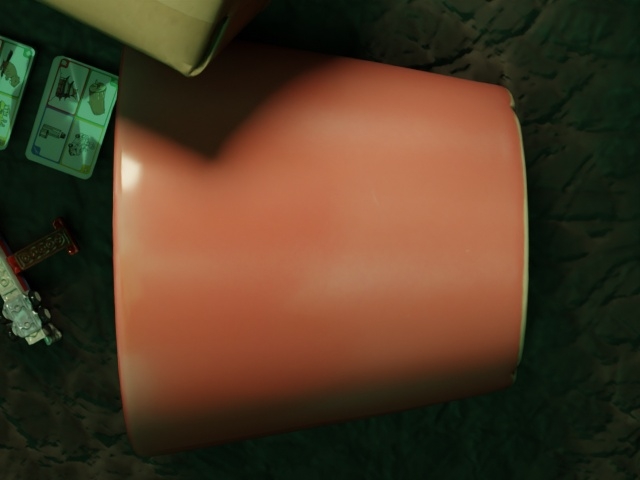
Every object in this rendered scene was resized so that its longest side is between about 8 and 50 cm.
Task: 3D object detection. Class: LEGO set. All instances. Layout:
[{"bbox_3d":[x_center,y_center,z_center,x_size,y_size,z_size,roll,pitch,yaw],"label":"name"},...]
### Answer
[{"bbox_3d":[-0.253,-0.031,1.267,0.182,0.060,0.244,19,101,5],"label":"LEGO set"}]

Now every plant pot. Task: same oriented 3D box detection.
[{"bbox_3d":[0.000,0.000,1.133,0.243,0.275,0.275,-1,108,-2],"label":"plant pot"}]

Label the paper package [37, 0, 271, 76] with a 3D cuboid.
[{"bbox_3d":[-0.150,-0.266,1.024,0.325,0.309,0.168,26,112,0],"label":"paper package"}]
